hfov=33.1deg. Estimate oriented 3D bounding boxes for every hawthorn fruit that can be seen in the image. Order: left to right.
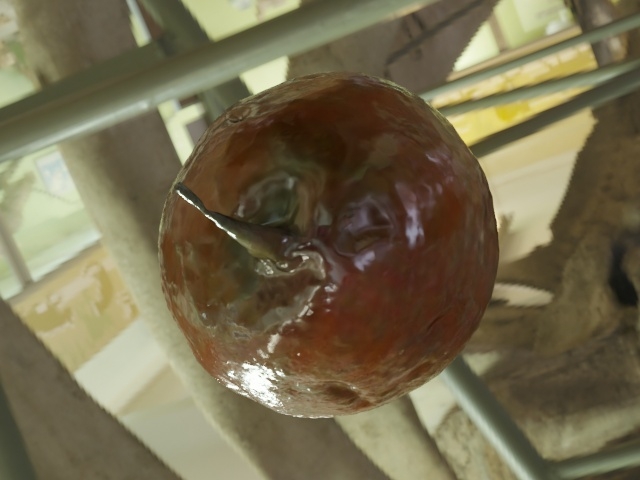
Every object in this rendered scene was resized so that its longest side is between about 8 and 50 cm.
[{"bbox_3d":[0.002,0.011,0.428,0.149,0.149,0.189,-20,-160,11],"label":"hawthorn fruit"}]
